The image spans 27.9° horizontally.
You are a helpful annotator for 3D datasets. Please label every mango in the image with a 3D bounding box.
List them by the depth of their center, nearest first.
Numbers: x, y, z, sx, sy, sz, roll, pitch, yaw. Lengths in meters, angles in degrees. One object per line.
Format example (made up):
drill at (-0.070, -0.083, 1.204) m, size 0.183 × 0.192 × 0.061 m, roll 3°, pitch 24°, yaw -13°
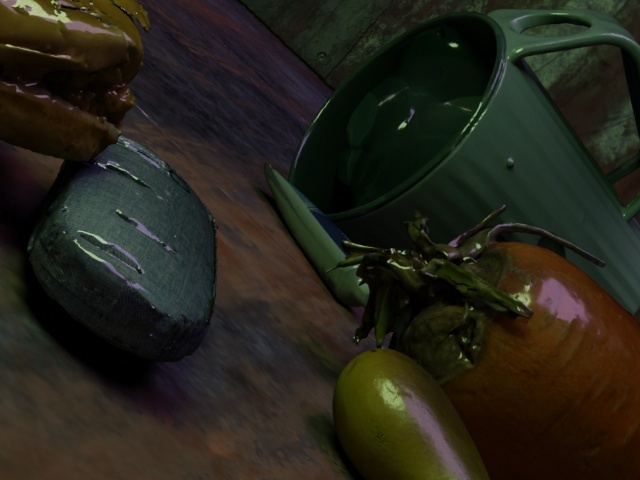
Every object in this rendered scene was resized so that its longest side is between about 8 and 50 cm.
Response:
mango at (0.065, 0.143, 0.864) m, size 0.103 × 0.076 × 0.161 m, roll 38°, pitch 13°, yaw -52°

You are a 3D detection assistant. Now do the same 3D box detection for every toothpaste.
toothpaste at (0.001, 0.000, 1.340) m, size 0.069 × 0.047 × 0.268 m, roll 21°, pitch 16°, yaw -32°

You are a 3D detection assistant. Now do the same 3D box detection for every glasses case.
glasses case at (-0.117, -0.004, 0.791) m, size 0.109 × 0.067 × 0.282 m, roll 36°, pitch 9°, yaw -14°

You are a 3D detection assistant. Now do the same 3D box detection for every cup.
cup at (0.220, -0.058, 1.524) m, size 0.392 × 0.401 × 0.310 m, roll 43°, pitch 47°, yaw -28°

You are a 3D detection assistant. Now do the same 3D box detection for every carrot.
carrot at (0.165, 0.103, 1.055) m, size 0.331 × 0.214 × 0.193 m, roll 36°, pitch 10°, yaw -17°

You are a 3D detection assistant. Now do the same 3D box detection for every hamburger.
hamburger at (-0.206, -0.126, 0.757) m, size 0.213 × 0.108 × 0.214 m, roll 22°, pitch 19°, yaw -8°
